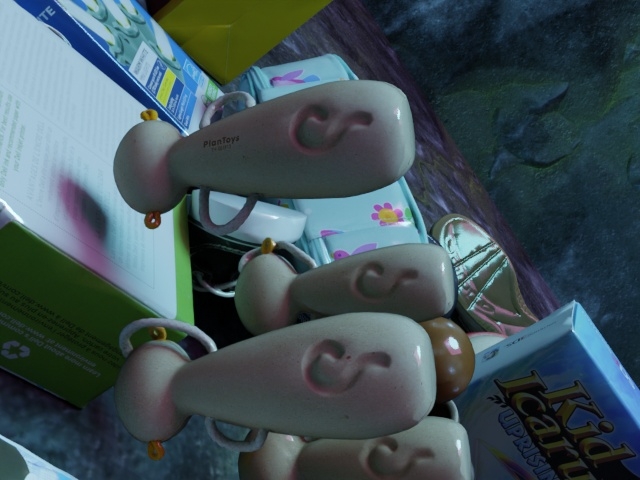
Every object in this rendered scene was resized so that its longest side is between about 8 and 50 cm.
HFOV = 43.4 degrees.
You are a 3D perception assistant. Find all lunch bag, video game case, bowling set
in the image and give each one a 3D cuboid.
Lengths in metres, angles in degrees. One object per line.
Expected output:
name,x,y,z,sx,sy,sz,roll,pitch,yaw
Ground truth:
lunch bag,0.000,0.000,0.701,0.224,0.107,0.279,101,-25,-54
video game case,0.176,0.222,0.656,0.269,0.244,0.061,54,25,-4
bowling set,-0.004,0.080,0.427,0.200,0.154,0.287,42,44,-64

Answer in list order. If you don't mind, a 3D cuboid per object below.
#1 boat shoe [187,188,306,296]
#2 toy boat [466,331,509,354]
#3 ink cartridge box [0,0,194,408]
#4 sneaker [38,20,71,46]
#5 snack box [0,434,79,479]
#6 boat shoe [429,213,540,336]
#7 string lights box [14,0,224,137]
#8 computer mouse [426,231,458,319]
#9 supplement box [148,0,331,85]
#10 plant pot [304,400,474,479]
boat shoe,-0.065,0.005,0.577,0.077,0.070,0.219,12,-2,-15
toy boat,0.215,0.218,0.990,0.231,0.151,0.151,53,-12,-9
ink cartridge box,-0.194,-0.052,0.444,0.255,0.097,0.189,40,24,-37
sneaker,-0.249,-0.141,0.540,0.162,0.063,0.073,32,-12,-27
snack box,-0.142,0.187,0.216,0.187,0.060,0.322,45,21,-31
boat shoe,0.277,0.113,1.355,0.341,0.121,0.110,58,-19,-2
string lights box,-0.197,-0.164,0.658,0.260,0.076,0.133,46,22,-27
computer mouse,0.131,0.006,1.200,0.272,0.072,0.188,51,18,-15
supplement box,-0.109,-0.341,1.002,0.129,0.191,0.194,36,27,-46
plant pot,0.048,0.213,0.519,0.165,0.167,0.167,62,17,-7
